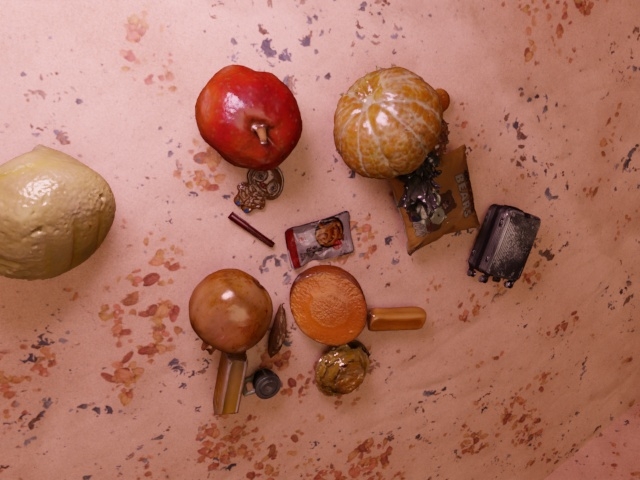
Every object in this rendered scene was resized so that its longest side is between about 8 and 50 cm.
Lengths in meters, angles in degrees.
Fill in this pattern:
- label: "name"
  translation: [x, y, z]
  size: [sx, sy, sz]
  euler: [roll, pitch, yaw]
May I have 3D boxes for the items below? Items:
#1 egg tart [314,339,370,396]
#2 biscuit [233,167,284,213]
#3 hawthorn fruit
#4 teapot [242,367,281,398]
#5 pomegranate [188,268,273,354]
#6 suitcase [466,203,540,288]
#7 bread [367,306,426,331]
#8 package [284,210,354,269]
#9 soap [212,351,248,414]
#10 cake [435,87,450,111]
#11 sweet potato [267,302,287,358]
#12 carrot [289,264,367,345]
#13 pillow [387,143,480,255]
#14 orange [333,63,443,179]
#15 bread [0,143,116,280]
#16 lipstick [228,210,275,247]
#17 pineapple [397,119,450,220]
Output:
- label: "egg tart"
  translation: [0.091, 0.484, 1.556]
  size: [0.240, 0.106, 0.241]
  euler: [-8, 109, -24]
- label: "biscuit"
  translation: [-0.187, -0.161, 1.292]
  size: [0.175, 0.026, 0.124]
  euler: [-48, 116, -2]
- label: "hawthorn fruit"
  translation: [-0.175, -0.302, 1.090]
  size: [0.286, 0.330, 0.287]
  euler: [-9, 121, -15]
- label: "teapot"
  translation: [-0.206, 0.483, 1.445]
  size: [0.124, 0.091, 0.092]
  euler: [15, 100, -30]
- label: "pomegranate"
  translation: [-0.277, 0.227, 1.265]
  size: [0.252, 0.229, 0.270]
  euler: [38, 96, -25]
- label: "suitcase"
  translation: [0.716, 0.021, 1.640]
  size: [0.202, 0.128, 0.312]
  euler: [13, 100, -24]
- label: "bread"
  translation: [0.282, 0.292, 1.585]
  size: [0.239, 0.074, 0.093]
  euler: [3, 121, -20]
- label: "package"
  translation: [0.000, 0.000, 1.411]
  size: [0.239, 0.030, 0.154]
  euler: [-16, 113, -17]
- label: "soap"
  translation: [-0.297, 0.464, 1.376]
  size: [0.073, 0.140, 0.232]
  euler: [8, 103, -20]
- label: "cake"
  translation: [0.395, -0.468, 1.415]
  size: [0.084, 0.044, 0.084]
  euler: [-5, 106, -20]
- label: "sweet potato"
  translation: [-0.142, 0.309, 1.432]
  size: [0.060, 0.068, 0.206]
  euler: [-1, 102, -46]
- label: "carrot"
  translation: [0.027, 0.220, 1.463]
  size: [0.307, 0.100, 0.258]
  euler: [41, 90, -19]
- label: "pillow"
  translation: [0.406, -0.138, 1.474]
  size: [0.312, 0.119, 0.310]
  euler: [-22, 105, -10]
- label: "orange"
  translation: [0.185, -0.339, 1.218]
  size: [0.249, 0.329, 0.329]
  euler: [32, 93, -48]
- label: "bread"
  translation: [-0.650, -0.056, 0.993]
  size: [0.237, 0.320, 0.321]
  euler: [29, 94, -7]
- label: "lipstick"
  translation: [-0.214, -0.030, 1.323]
  size: [0.176, 0.027, 0.027]
  euler: [38, 90, -27]
- label: "pineapple"
  translation: [0.311, -0.229, 1.321]
  size: [0.165, 0.165, 0.365]
  euler: [26, 66, -26]
